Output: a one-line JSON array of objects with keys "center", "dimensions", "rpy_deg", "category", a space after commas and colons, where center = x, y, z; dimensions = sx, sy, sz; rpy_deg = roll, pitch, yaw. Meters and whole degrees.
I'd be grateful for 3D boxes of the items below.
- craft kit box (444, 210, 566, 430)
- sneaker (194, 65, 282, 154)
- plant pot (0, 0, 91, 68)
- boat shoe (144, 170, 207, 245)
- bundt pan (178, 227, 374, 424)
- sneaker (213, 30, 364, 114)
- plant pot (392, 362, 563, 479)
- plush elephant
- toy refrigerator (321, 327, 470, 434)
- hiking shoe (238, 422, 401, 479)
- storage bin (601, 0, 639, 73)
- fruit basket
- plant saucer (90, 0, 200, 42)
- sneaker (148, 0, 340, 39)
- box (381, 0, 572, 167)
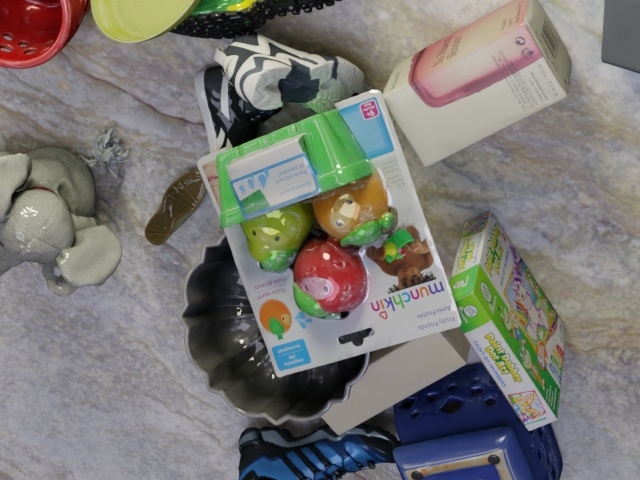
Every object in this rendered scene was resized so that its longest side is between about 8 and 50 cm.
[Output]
[{"center": [0.283, 0.116, 1.920], "dimensions": [0.061, 0.250, 0.246], "rpy_deg": [-29, 109, 27], "category": "craft kit box"}, {"center": [-0.109, -0.166, 1.955], "dimensions": [0.121, 0.079, 0.217], "rpy_deg": [-7, 115, 18], "category": "sneaker"}, {"center": [-0.425, -0.367, 1.865], "dimensions": [0.191, 0.174, 0.191], "rpy_deg": [6, 119, 11], "category": "plant pot"}, {"center": [-0.228, -0.056, 2.071], "dimensions": [0.056, 0.048, 0.153], "rpy_deg": [39, 114, 5], "category": "boat shoe"}, {"center": [-0.051, 0.119, 2.037], "dimensions": [0.331, 0.124, 0.331], "rpy_deg": [3, 99, 21], "category": "bundt pan"}, {"center": [-0.056, -0.253, 1.866], "dimensions": [0.153, 0.235, 0.094], "rpy_deg": [41, 127, 35], "category": "sneaker"}, {"center": [0.250, 0.358, 2.082], "dimensions": [0.236, 0.212, 0.236], "rpy_deg": [-14, 115, 20], "category": "plant pot"}, {"center": [-0.452, -0.025, 2.013], "dimensions": [0.272, 0.255, 0.330], "rpy_deg": [45, 118, -12], "category": "plush elephant"}, {"center": [0.116, 0.209, 2.096], "dimensions": [0.269, 0.102, 0.094], "rpy_deg": [-34, 106, 26], "category": "toy refrigerator"}, {"center": [-0.002, 0.392, 2.192], "dimensions": [0.304, 0.132, 0.113], "rpy_deg": [-8, 147, 23], "category": "hiking shoe"}, {"center": [0.443, -0.296, 1.754], "dimensions": [0.091, 0.098, 0.135], "rpy_deg": [20, 126, 35], "category": "storage bin"}, {"center": [0.000, 0.000, 1.830], "dimensions": [0.327, 0.165, 0.353], "rpy_deg": [-18, 87, 30], "category": "fruit basket"}, {"center": [-0.228, -0.385, 1.811], "dimensions": [0.241, 0.241, 0.037], "rpy_deg": [-30, 148, 26], "category": "plant saucer"}, {"center": [-0.115, -0.381, 1.833], "dimensions": [0.343, 0.134, 0.146], "rpy_deg": [-12, 80, 26], "category": "sneaker"}, {"center": [0.223, -0.228, 1.803], "dimensions": [0.232, 0.148, 0.127], "rpy_deg": [-26, 109, 24], "category": "box"}]
